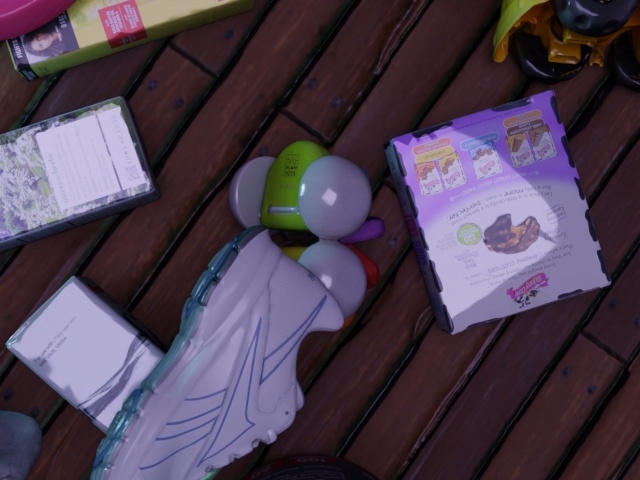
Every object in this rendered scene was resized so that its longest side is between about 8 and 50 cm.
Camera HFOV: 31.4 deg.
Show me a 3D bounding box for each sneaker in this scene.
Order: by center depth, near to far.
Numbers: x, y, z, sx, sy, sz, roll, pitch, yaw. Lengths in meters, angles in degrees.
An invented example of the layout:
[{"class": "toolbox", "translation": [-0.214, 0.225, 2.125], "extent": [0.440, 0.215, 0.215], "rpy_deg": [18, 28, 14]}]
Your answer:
[{"class": "sneaker", "translation": [-0.087, 0.136, 0.914], "extent": [0.129, 0.111, 0.297], "rpy_deg": [34, 82, -11]}]

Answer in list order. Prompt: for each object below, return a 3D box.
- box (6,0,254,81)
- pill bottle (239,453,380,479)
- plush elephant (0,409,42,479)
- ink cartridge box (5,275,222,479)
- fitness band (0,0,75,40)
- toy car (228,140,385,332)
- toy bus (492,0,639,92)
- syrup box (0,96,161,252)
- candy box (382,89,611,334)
[{"class": "box", "translation": [-0.185, -0.229, 1.077], "extent": [0.232, 0.058, 0.087], "rpy_deg": [-18, 89, -5]}, {"class": "pill bottle", "translation": [0.003, 0.308, 0.938], "extent": [0.210, 0.363, 0.210], "rpy_deg": [0, 89, -6]}, {"class": "plush elephant", "translation": [-0.384, 0.190, 0.958], "extent": [0.272, 0.255, 0.329], "rpy_deg": [21, 88, -5]}, {"class": "ink cartridge box", "translation": [-0.170, 0.128, 1.030], "extent": [0.208, 0.153, 0.087], "rpy_deg": [42, 84, -4]}, {"class": "fitness band", "translation": [-0.276, -0.311, 1.041], "extent": [0.209, 0.054, 0.291], "rpy_deg": [38, 78, 9]}, {"class": "toy car", "translation": [0.000, 0.000, 1.064], "extent": [0.136, 0.159, 0.181], "rpy_deg": [4, 89, -40]}, {"class": "toy bus", "translation": [0.283, -0.264, 1.090], "extent": [0.220, 0.149, 0.211], "rpy_deg": [6, 73, -7]}, {"class": "syrup box", "translation": [-0.275, -0.048, 1.050], "extent": [0.237, 0.096, 0.093], "rpy_deg": [-19, 89, -5]}, {"class": "candy box", "translation": [0.168, -0.026, 1.102], "extent": [0.165, 0.070, 0.196], "rpy_deg": [-17, 91, -5]}]
